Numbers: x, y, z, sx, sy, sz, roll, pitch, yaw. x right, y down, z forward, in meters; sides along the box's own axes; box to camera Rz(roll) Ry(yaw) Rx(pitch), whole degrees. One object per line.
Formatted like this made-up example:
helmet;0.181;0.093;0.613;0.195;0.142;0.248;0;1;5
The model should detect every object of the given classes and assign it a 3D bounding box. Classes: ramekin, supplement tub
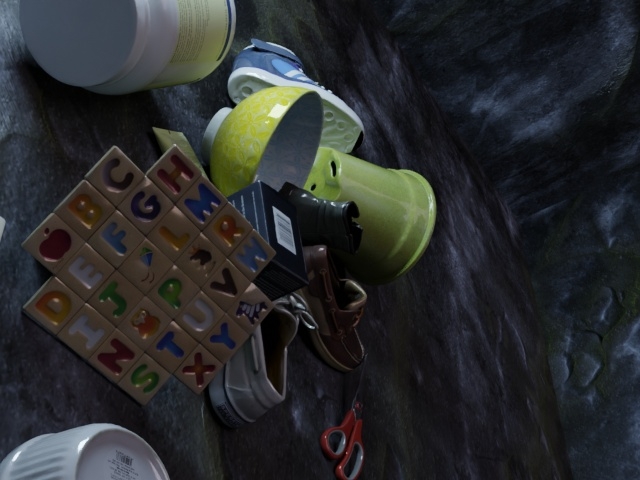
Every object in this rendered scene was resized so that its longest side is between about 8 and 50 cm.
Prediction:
ramekin;-0.255;0.304;0.996;0.207;0.109;0.207;46;29;-35
supplement tub;-0.299;-0.357;1.430;0.235;0.235;0.325;62;22;-4

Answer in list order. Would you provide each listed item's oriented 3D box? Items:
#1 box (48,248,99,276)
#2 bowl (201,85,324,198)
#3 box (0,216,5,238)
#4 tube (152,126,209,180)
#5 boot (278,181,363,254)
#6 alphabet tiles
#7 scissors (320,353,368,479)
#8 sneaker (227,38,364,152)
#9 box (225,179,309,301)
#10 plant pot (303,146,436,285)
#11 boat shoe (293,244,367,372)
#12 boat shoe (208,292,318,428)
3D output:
box;-0.327;0.004;1.187;0.062;0.083;0.052;62;23;-5
bowl;-0.126;-0.168;1.663;0.156;0.289;0.289;23;16;16
box;-0.419;0.064;0.913;0.113;0.094;0.275;46;29;-38
tube;-0.219;-0.091;1.563;0.240;0.062;0.070;64;-19;10
boot;0.000;0.000;1.701;0.083;0.161;0.246;-58;158;-31
alphabet tiles;-0.217;0.051;1.197;0.342;0.285;0.011;49;-14;-33
scissors;0.071;0.341;1.720;0.109;0.021;0.297;53;33;-13
sneaker;-0.039;-0.335;1.972;0.323;0.130;0.236;23;35;-5
box;-0.139;0.027;1.406;0.108;0.207;0.153;36;36;-49
plant pot;0.065;-0.072;1.923;0.254;0.276;0.276;27;42;-39
boat shoe;0.034;0.132;1.735;0.123;0.123;0.342;-88;156;-49
boat shoe;-0.080;0.137;1.479;0.136;0.157;0.367;54;23;-26
